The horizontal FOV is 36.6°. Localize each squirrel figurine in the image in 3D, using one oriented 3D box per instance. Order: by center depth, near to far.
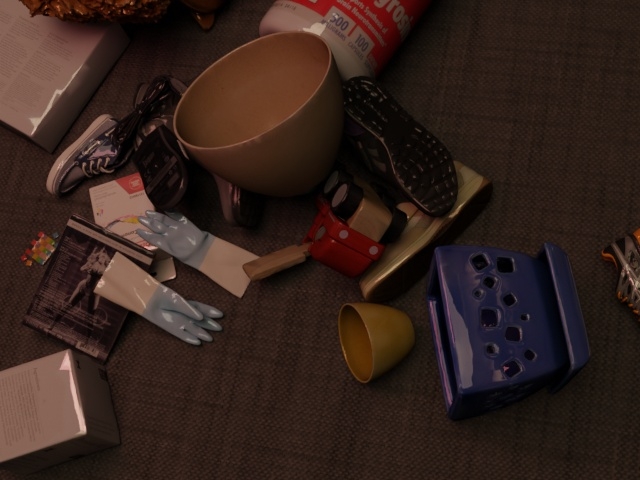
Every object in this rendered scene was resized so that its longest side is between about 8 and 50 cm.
[{"bbox_3d":[-0.355,-0.508,1.811,0.370,0.281,0.397,22,44,-11],"label":"squirrel figurine"}]

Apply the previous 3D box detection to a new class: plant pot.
[{"bbox_3d":[0.291,0.138,1.521,0.212,0.236,0.236,-9,70,0],"label":"plant pot"},{"bbox_3d":[-0.074,-0.184,1.605,0.284,0.191,0.284,-18,41,16],"label":"plant pot"},{"bbox_3d":[0.100,0.160,1.606,0.095,0.134,0.134,-11,68,-20],"label":"plant pot"}]

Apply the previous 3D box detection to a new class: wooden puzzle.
[{"bbox_3d":[-0.524,0.016,1.821,0.049,0.006,0.083,33,80,19],"label":"wooden puzzle"}]

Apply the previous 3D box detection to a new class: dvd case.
[{"bbox_3d":[-0.411,0.085,1.715,0.165,0.018,0.221,26,96,0],"label":"dvd case"}]

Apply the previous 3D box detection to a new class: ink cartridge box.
[{"bbox_3d":[-0.341,-0.014,1.765,0.115,0.067,0.198,-18,70,5],"label":"ink cartridge box"}]

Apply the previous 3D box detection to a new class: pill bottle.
[{"bbox_3d":[0.091,-0.471,1.756,0.229,0.229,0.407,32,80,18],"label":"pill bottle"}]

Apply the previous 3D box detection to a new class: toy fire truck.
[{"bbox_3d":[0.000,0.000,1.635,0.158,0.217,0.246,28,103,-19],"label":"toy fire truck"}]

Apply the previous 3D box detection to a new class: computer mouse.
[{"bbox_3d":[-0.262,-0.175,1.718,0.184,0.060,0.262,-50,50,14],"label":"computer mouse"}]

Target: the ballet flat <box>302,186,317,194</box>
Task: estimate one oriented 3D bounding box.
[{"bbox_3d":[-0.072,-0.190,1.773,0.087,0.083,0.247,-24,67,17],"label":"ballet flat"}]

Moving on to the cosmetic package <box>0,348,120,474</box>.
[{"bbox_3d":[-0.463,0.293,1.639,0.184,0.151,0.151,-18,70,5],"label":"cosmetic package"}]

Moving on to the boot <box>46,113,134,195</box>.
[{"bbox_3d":[-0.428,-0.149,1.825,0.086,0.069,0.190,32,78,21],"label":"boot"}]

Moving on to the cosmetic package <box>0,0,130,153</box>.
[{"bbox_3d":[-0.612,-0.380,1.922,0.377,0.097,0.284,29,80,18],"label":"cosmetic package"}]

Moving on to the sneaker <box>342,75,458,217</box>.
[{"bbox_3d":[0.129,-0.145,1.653,0.107,0.124,0.283,-28,71,-21],"label":"sneaker"}]

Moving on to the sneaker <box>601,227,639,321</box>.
[{"bbox_3d":[0.525,0.090,1.576,0.083,0.084,0.214,-19,65,18],"label":"sneaker"}]

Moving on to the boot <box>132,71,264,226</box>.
[{"bbox_3d":[-0.231,-0.156,1.786,0.223,0.118,0.338,-14,64,13],"label":"boot"}]

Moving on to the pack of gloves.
[{"bbox_3d":[-0.243,0.060,1.683,0.232,0.046,0.195,30,84,-11],"label":"pack of gloves"}]

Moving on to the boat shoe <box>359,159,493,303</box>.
[{"bbox_3d":[0.164,-0.017,1.659,0.098,0.109,0.302,39,76,25],"label":"boat shoe"}]
